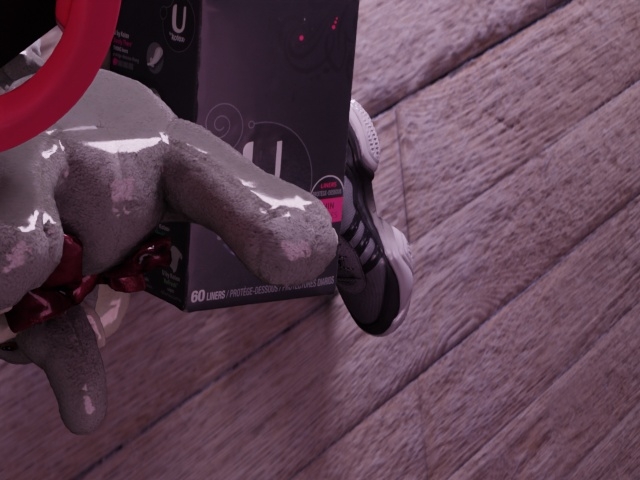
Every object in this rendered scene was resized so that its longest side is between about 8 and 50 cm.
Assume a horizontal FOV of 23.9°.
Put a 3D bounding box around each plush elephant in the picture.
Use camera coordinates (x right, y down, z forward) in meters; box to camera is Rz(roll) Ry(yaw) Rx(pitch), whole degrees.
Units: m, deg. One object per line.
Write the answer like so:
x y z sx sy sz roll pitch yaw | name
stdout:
-0.198 0.016 1.124 0.271 0.330 0.255 -9 129 -34 | plush elephant

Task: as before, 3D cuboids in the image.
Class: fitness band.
-0.219 -0.175 0.885 0.209 0.054 0.291 -11 131 -25 | fitness band

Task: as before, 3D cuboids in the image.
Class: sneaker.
0.000 0.000 1.492 0.153 0.101 0.269 -37 123 -39 | sneaker

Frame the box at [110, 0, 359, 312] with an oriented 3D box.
-0.079 -0.091 1.294 0.165 0.143 0.270 -7 107 -37 | box

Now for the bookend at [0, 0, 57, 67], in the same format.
-0.238 -0.197 1.011 0.157 0.156 0.072 -37 147 -1 | bookend
